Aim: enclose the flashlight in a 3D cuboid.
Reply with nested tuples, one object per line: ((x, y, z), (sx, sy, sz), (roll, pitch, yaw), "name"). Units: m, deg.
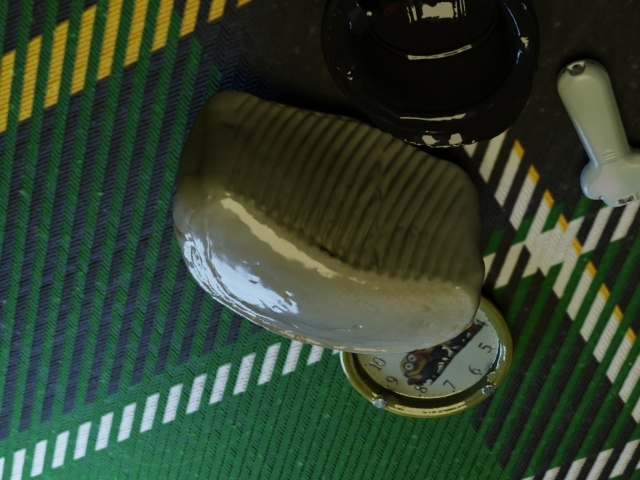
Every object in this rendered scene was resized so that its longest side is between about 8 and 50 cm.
((0.335, -0.130, 1.664), (0.093, 0.047, 0.200), (-18, 119, 18), "flashlight")

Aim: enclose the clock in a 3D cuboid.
((0.141, 0.136, 1.873), (0.237, 0.057, 0.237), (2, 124, 3), "clock")

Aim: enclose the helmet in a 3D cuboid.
((0.123, -0.246, 1.534), (0.230, 0.160, 0.279), (-12, 138, 15), "helmet")

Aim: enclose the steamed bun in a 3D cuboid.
((-0.005, 0.001, 1.678), (0.383, 0.247, 0.236), (18, 137, -14), "steamed bun")
